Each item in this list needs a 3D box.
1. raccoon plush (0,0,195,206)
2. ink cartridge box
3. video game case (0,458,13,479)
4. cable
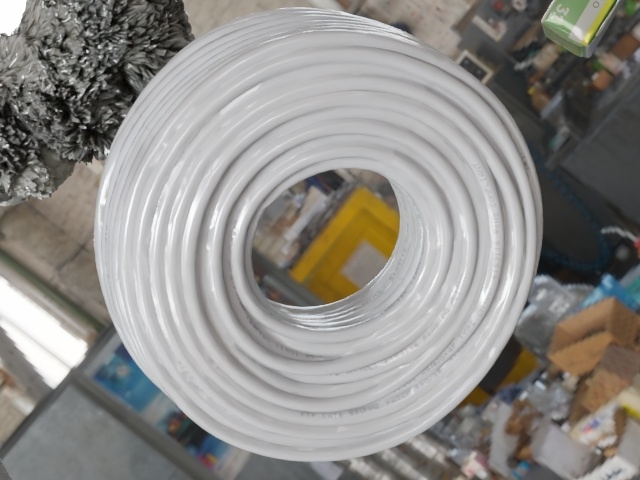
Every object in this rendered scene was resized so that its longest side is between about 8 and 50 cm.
[{"bbox_3d":[-0.302,-0.225,1.070,0.299,0.216,0.446,-20,-49,-23],"label":"raccoon plush"},{"bbox_3d":[0.254,-0.248,0.883,0.171,0.056,0.235,-60,-10,12],"label":"ink cartridge box"},{"bbox_3d":[-0.339,0.089,0.637,0.244,0.269,0.061,83,-154,-44],"label":"video game case"},{"bbox_3d":[0.000,0.000,0.597,0.257,0.257,0.089,-51,23,5],"label":"cable"}]
